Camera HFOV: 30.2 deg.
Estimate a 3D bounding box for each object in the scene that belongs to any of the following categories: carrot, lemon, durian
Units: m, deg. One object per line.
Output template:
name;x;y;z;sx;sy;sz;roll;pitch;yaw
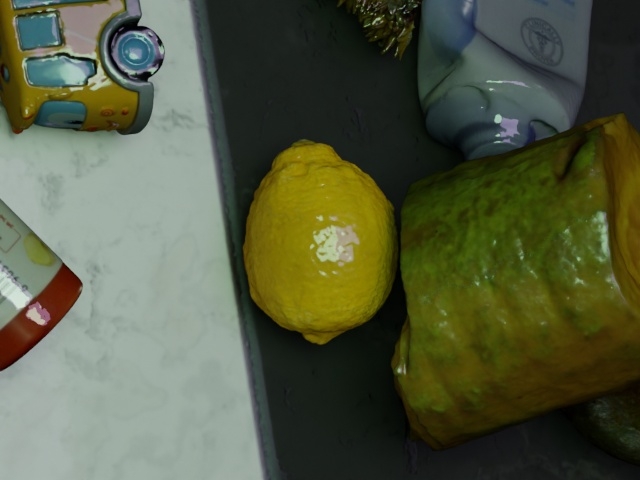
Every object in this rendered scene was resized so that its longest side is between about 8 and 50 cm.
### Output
carrot;0.176;0.039;1.055;0.241;0.341;0.241;44;35;-41
lemon;0.000;0.000;1.073;0.142;0.142;0.187;-5;86;-31
durian;0.059;-0.304;1.160;0.144;0.139;0.252;18;74;-22

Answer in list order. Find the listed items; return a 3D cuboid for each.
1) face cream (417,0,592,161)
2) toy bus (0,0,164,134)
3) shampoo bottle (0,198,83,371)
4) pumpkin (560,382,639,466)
face cream;0.199;-0.255;1.266;0.235;0.137;0.420;22;60;-24
toy bus;-0.217;-0.188;0.990;0.136;0.126;0.209;-10;87;-23
shampoo bottle;-0.315;-0.027;0.914;0.278;0.104;0.104;48;62;-15
pumpkin;0.363;0.116;1.209;0.325;0.242;0.232;34;58;-16
